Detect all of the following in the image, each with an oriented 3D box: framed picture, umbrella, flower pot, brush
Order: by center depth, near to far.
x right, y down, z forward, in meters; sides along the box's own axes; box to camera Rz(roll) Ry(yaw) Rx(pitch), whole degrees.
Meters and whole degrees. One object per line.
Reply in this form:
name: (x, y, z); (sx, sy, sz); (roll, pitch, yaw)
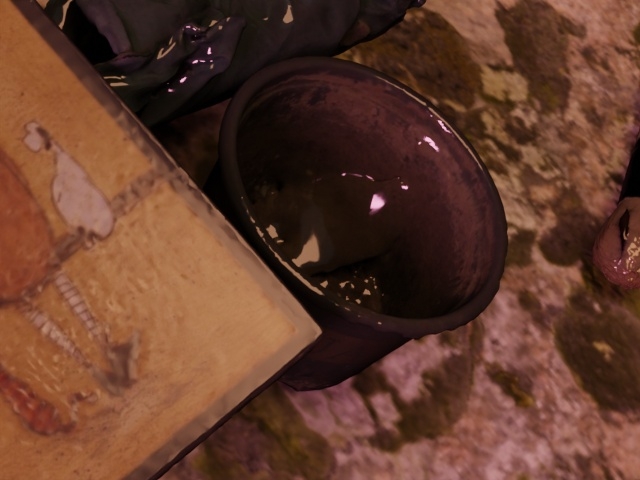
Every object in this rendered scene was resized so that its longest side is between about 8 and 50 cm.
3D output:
framed picture: (-0.200, -0.009, 0.655); (0.255, 0.014, 0.339); (-38, 80, -18)
flower pot: (0.000, 0.000, 0.802); (0.157, 0.107, 0.157); (18, 51, -23)
umbrella: (-0.069, -0.106, 0.814); (0.349, 0.143, 0.094); (-30, 84, -38)
brush: (0.217, -0.070, 1.059); (0.042, 0.039, 0.299); (31, 43, -8)
